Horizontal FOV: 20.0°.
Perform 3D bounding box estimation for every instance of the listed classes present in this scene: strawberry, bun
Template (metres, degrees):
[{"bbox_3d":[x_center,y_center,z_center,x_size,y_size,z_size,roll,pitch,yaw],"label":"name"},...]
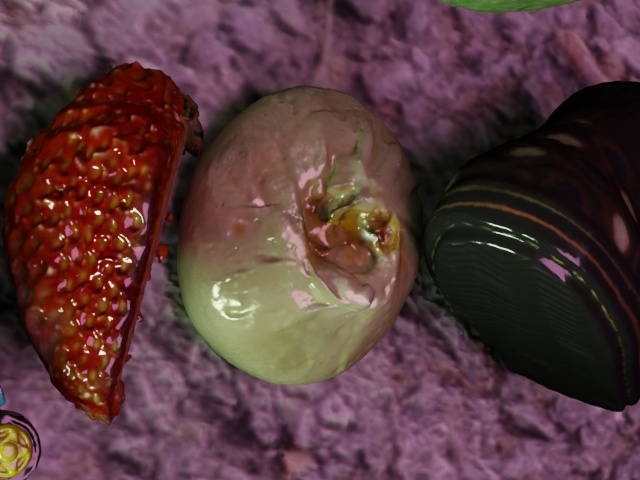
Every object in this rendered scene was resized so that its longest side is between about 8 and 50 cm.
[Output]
[{"bbox_3d":[-0.152,-0.015,1.194,0.236,0.106,0.175,-75,177,-49],"label":"strawberry"},{"bbox_3d":[0.000,0.000,1.330,0.222,0.127,0.222,-12,108,-39],"label":"bun"}]

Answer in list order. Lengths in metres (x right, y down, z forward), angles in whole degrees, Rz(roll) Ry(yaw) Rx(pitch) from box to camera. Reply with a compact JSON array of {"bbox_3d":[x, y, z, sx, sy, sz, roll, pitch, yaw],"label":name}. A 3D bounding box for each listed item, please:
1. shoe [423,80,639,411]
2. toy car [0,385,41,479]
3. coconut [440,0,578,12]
[{"bbox_3d":[0.212,-0.020,1.435,0.237,0.171,0.384,-67,155,-12],"label":"shoe"},{"bbox_3d":[-0.251,0.094,1.129,0.098,0.126,0.161,-29,110,-25],"label":"toy car"},{"bbox_3d":[0.110,-0.322,1.271,0.281,0.328,0.328,-46,130,7],"label":"coconut"}]
